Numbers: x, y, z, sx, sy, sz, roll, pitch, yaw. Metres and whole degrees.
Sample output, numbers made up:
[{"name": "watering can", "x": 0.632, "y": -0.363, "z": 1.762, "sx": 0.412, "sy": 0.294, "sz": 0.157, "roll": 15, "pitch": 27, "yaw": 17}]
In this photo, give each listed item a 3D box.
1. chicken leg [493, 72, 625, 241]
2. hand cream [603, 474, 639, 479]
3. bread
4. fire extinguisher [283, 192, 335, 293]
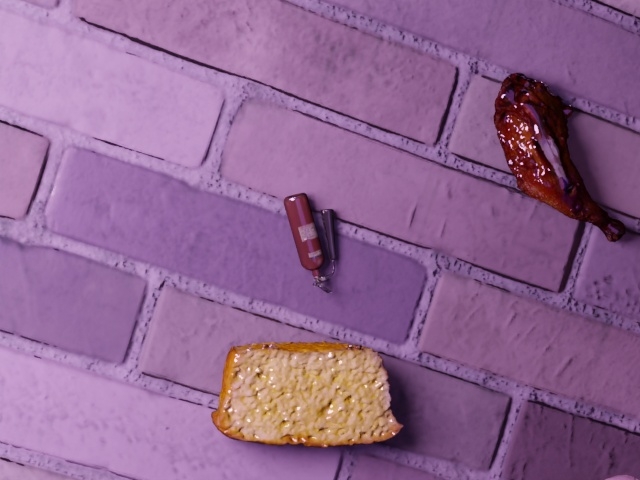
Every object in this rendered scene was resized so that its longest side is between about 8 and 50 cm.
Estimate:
[{"name": "chicken leg", "x": 0.240, "y": -0.078, "z": 1.703, "sx": 0.093, "sy": 0.053, "sz": 0.205, "roll": -29, "pitch": 105, "yaw": -29}, {"name": "hand cream", "x": 0.368, "y": 0.328, "z": 1.737, "sx": 0.133, "sy": 0.083, "sz": 0.248, "roll": -53, "pitch": 127, "yaw": -7}, {"name": "bread", "x": -0.015, "y": 0.149, "z": 1.624, "sx": 0.187, "sy": 0.065, "sz": 0.103, "roll": 0, "pitch": 91, "yaw": -16}, {"name": "fire extinguisher", "x": -0.003, "y": 0.000, "z": 1.643, "sx": 0.046, "sy": 0.032, "sz": 0.100, "roll": -25, "pitch": 101, "yaw": -49}]
